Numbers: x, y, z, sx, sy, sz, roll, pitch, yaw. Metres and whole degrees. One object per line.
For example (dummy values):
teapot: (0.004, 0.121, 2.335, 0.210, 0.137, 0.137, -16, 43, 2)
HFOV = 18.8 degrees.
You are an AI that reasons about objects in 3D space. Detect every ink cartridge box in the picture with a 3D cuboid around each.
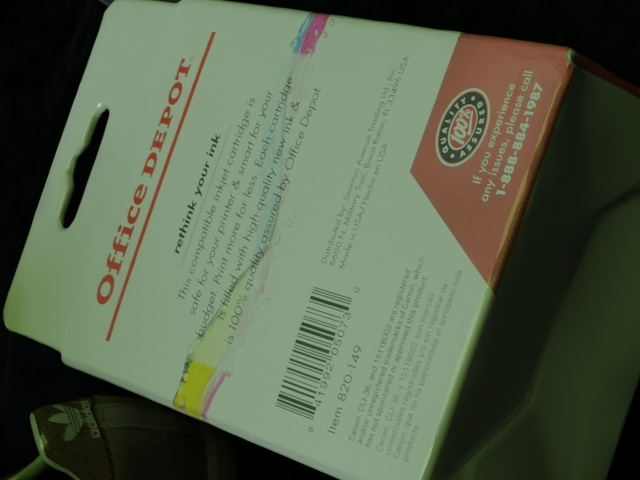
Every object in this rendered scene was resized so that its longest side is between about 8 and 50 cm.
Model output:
ink cartridge box: (0.000, 0.000, 0.536, 0.198, 0.067, 0.115, 16, 86, 49)

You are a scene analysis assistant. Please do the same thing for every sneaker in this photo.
sneaker: (-0.107, 0.112, 0.603, 0.188, 0.071, 0.066, -50, 43, 21)

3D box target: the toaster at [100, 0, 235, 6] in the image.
toaster: (-0.035, -0.184, 0.624, 0.185, 0.110, 0.168, -38, 49, 32)
